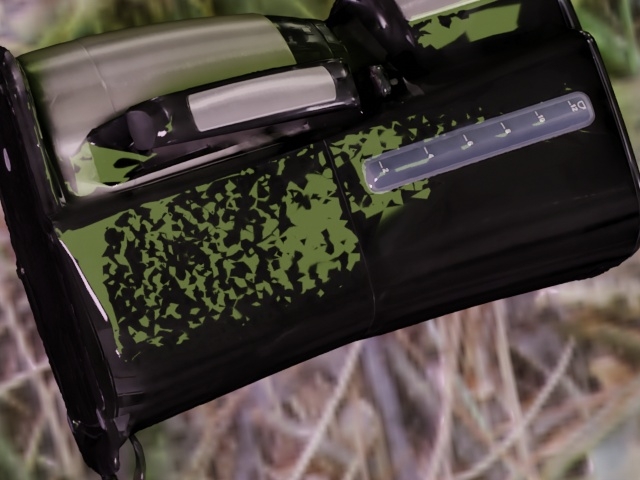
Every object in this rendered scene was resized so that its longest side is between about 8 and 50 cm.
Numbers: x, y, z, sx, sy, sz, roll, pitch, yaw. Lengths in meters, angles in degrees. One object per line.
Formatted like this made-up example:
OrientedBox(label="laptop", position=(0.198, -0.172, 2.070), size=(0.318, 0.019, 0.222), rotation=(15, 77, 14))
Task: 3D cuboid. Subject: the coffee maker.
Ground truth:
OrientedBox(label="coffee maker", position=(0.000, 0.000, 0.544), size=(0.178, 0.120, 0.171), rotation=(-17, 111, -16))
